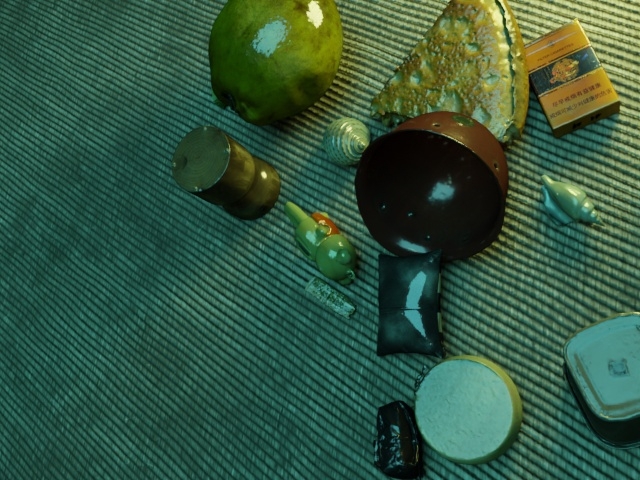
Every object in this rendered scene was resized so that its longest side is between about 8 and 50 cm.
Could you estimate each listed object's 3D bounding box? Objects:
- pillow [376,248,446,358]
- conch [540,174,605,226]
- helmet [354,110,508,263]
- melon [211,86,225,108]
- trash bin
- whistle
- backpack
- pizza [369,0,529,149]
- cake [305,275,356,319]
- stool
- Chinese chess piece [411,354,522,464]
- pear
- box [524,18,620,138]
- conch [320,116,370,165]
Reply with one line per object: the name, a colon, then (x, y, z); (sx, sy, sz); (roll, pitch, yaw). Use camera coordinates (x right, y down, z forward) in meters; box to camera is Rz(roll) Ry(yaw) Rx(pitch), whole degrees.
pillow: (0.203, 0.145, 1.458); (0.186, 0.106, 0.250); (-9, 77, 42)
conch: (0.552, -0.078, 1.397); (0.065, 0.088, 0.180); (-21, 50, -29)
helmet: (0.274, -0.146, 1.433); (0.337, 0.385, 0.230); (33, 55, 6)
melon: (-0.254, -0.521, 1.921); (0.114, 0.053, 0.262); (29, 85, 47)
trash bin: (0.571, 0.258, 1.180); (0.220, 0.250, 0.219); (-30, 59, 16)
whistle: (0.000, 0.000, 1.603); (0.106, 0.131, 0.288); (-30, 58, -18)
backpack: (0.168, 0.443, 1.397); (0.106, 0.120, 0.165); (-18, 52, 17)
pizza: (0.307, -0.403, 1.573); (0.406, 0.130, 0.440); (-14, 76, 34)
cake: (0.029, 0.146, 1.598); (0.140, 0.055, 0.051); (35, 91, 11)
stool: (-0.246, -0.173, 1.682); (0.179, 0.264, 0.179); (-7, 73, 24)
Chinese chess piece: (0.314, 0.360, 1.362); (0.238, 0.092, 0.238); (-7, 74, 24)
pear: (-0.111, -0.509, 1.680); (0.352, 0.352, 0.413); (39, 100, 29)
box: (0.569, -0.375, 1.461); (0.152, 0.070, 0.237); (-24, 65, 19)
conch: (0.064, -0.269, 1.659); (0.153, 0.102, 0.135); (30, 75, 30)
